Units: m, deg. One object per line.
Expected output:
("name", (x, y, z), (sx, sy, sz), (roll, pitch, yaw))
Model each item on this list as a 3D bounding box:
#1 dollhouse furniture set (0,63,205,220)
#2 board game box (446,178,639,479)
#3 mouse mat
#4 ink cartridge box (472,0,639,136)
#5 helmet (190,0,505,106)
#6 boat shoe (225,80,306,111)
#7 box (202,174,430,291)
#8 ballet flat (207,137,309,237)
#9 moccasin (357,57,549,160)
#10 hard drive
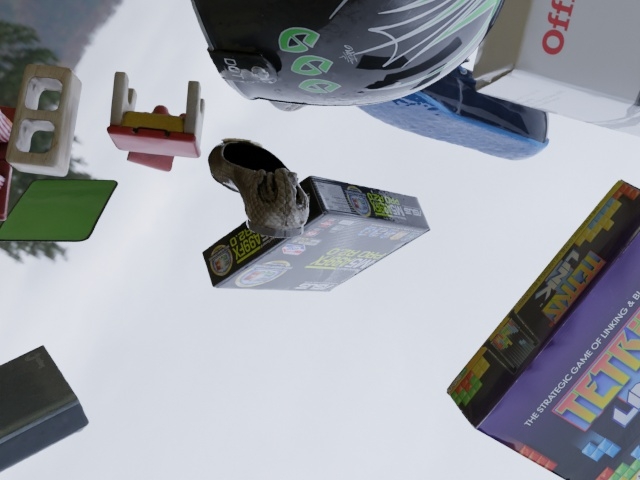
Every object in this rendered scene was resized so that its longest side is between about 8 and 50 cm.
("dollhouse furniture set", (-0.327, -0.109, 1.099), (0.201, 0.374, 0.152), (95, 1, -79))
("board game box", (0.186, 0.070, 0.563), (0.170, 0.141, 0.048), (-53, -152, 10))
("mouse mat", (-0.416, -0.049, 1.437), (0.189, 0.153, 0.007), (-81, 171, -55))
("ink cartridge box", (0.411, -0.270, 1.053), (0.166, 0.395, 0.285), (-163, -93, -84))
("helmet", (0.022, -0.153, 0.465), (0.162, 0.169, 0.169), (-13, -139, 13))
("boat shoe", (-0.108, -0.349, 1.701), (0.132, 0.355, 0.130), (-23, -107, 14))
("box", (0.000, 0.000, 1.301), (0.216, 0.270, 0.060), (-33, -113, 30))
("ballet flat", (-0.062, -0.069, 0.905), (0.250, 0.084, 0.058), (-123, -144, -66))
("moccasin", (0.181, -0.219, 1.343), (0.138, 0.342, 0.116), (-23, -129, 63))
("hard drive", (-0.198, 0.107, 0.482), (0.135, 0.022, 0.094), (-26, -158, -21))
